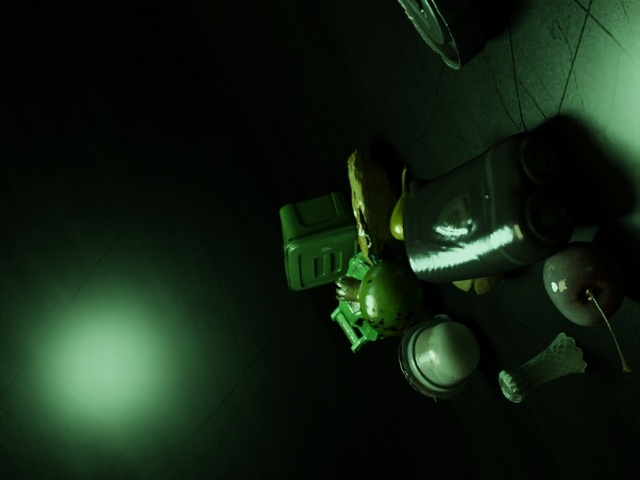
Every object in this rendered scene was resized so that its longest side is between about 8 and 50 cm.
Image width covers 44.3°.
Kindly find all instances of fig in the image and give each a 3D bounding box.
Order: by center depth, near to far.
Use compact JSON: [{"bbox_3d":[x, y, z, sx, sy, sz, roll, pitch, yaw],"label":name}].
[{"bbox_3d":[0.213,-0.079,1.801,0.093,0.093,0.166,-172,96,-75],"label":"fig"}]

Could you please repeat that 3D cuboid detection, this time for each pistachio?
[{"bbox_3d":[0.298,0.028,1.502,0.136,0.136,0.226,58,171,27],"label":"pistachio"}]

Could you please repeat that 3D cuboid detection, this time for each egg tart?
[{"bbox_3d":[0.136,-0.082,1.906,0.291,0.107,0.290,-10,-90,-82],"label":"egg tart"}]

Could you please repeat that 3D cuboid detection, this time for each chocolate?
[{"bbox_3d":[0.309,0.261,1.876,0.147,0.221,0.221,-43,71,48],"label":"chocolate"}]

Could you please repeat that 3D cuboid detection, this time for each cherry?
[{"bbox_3d":[0.403,0.089,1.195,0.148,0.115,0.188,-4,118,56],"label":"cherry"}]

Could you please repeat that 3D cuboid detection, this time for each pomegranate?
[{"bbox_3d":[0.159,0.144,2.044,0.248,0.202,0.202,10,142,18],"label":"pomegranate"}]

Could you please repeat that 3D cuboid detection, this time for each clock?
[{"bbox_3d":[0.154,-0.390,1.196,0.280,0.055,0.280,55,-174,-8],"label":"clock"}]

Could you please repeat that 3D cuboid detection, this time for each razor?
[{"bbox_3d":[0.264,-0.043,1.289,0.349,0.114,0.204,157,113,-62],"label":"razor"}]

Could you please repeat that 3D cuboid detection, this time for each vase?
[{"bbox_3d":[0.396,0.236,1.423,0.081,0.149,0.081,59,168,22],"label":"vase"}]

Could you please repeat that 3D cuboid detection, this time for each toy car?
[{"bbox_3d":[0.140,0.175,2.307,0.213,0.176,0.358,58,166,23],"label":"toy car"}]

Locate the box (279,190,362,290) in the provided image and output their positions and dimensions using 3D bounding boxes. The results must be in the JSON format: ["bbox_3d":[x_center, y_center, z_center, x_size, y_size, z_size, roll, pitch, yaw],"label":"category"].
[{"bbox_3d":[0.000,0.000,2.418,0.328,0.253,0.177,91,164,-63],"label":"box"}]
